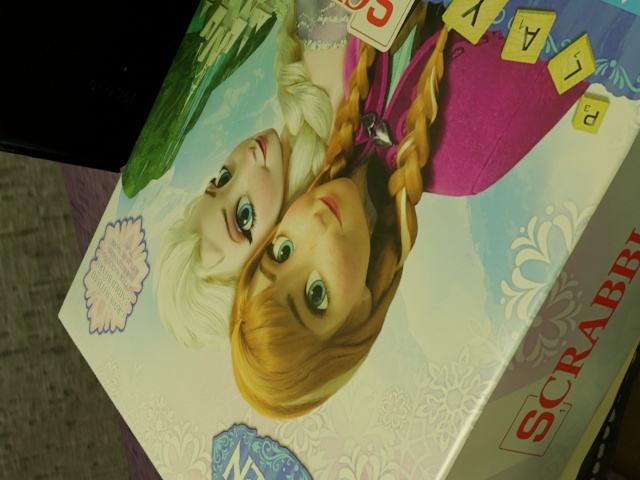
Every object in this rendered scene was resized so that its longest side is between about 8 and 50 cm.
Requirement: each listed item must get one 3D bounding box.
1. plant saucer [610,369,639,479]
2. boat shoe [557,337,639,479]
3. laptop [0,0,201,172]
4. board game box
[{"bbox_3d":[0.166,-0.043,0.580,0.332,0.081,0.333,-163,61,-66],"label":"plant saucer"},{"bbox_3d":[0.074,0.158,0.640,0.187,0.156,0.500,54,136,49],"label":"boat shoe"},{"bbox_3d":[-0.157,-0.280,0.577,0.408,0.236,0.382,64,-170,6],"label":"laptop"},{"bbox_3d":[0.013,-0.018,0.543,0.318,0.065,0.318,41,109,50],"label":"board game box"}]
